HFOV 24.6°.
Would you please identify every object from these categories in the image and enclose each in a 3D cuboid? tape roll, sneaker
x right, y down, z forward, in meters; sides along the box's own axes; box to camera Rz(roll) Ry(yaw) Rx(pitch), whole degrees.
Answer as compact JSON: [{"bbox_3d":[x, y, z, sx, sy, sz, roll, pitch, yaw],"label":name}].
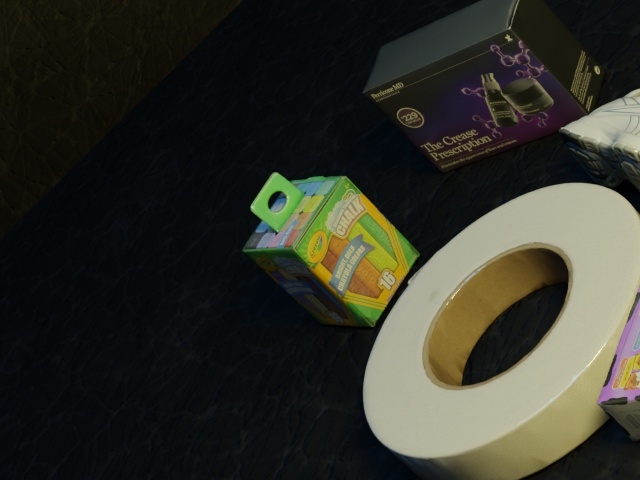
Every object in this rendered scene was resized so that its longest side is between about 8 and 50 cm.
[{"bbox_3d":[0.214,0.102,1.647,0.392,0.072,0.392,-36,27,21],"label":"tape roll"},{"bbox_3d":[0.387,-0.116,1.675,0.129,0.111,0.297,-41,26,-4],"label":"sneaker"}]

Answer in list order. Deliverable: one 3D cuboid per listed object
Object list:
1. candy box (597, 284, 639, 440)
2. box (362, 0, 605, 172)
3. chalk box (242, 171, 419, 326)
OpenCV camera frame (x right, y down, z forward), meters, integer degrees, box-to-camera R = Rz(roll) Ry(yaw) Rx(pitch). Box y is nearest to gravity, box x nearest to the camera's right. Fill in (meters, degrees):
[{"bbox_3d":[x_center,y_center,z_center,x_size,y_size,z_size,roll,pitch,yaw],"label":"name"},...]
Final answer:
[{"bbox_3d":[0.382,0.101,1.400,0.196,0.070,0.165,-14,39,48],"label":"candy box"},{"bbox_3d":[0.218,-0.214,1.973,0.261,0.184,0.103,-20,35,43],"label":"box"},{"bbox_3d":[0.000,0.000,1.950,0.132,0.213,0.132,-1,50,56],"label":"chalk box"}]
